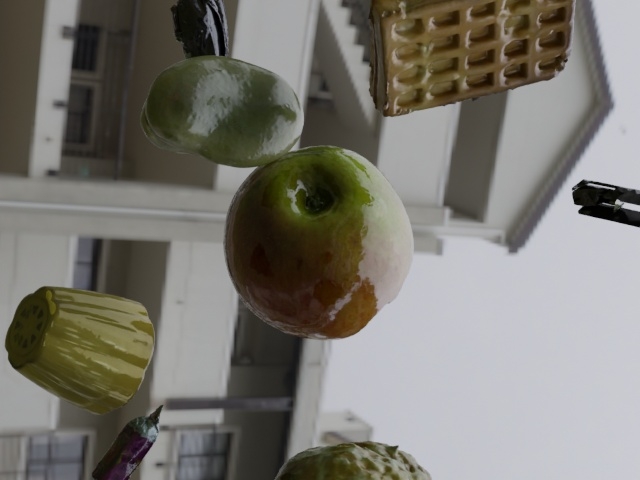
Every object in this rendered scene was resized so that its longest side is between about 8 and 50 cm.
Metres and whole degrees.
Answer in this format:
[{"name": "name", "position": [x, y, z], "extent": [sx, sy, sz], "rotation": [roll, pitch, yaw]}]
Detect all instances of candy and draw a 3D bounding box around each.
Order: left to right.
[{"name": "candy", "position": [-0.262, 0.288, 1.521], "extent": [0.175, 0.043, 0.045], "rotation": [-56, -144, -6]}]

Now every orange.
[{"name": "orange", "position": [0.022, 0.422, 1.666], "extent": [0.270, 0.210, 0.369], "rotation": [-29, -158, 22]}]

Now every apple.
[{"name": "apple", "position": [0.000, 0.000, 2.009], "extent": [0.339, 0.339, 0.340], "rotation": [-9, -100, 61]}]

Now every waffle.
[{"name": "waffle", "position": [0.230, -0.323, 1.767], "extent": [0.224, 0.327, 0.098], "rotation": [83, -12, -45]}]

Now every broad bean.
[{"name": "broad bean", "position": [-0.157, -0.206, 1.830], "extent": [0.121, 0.263, 0.189], "rotation": [140, -49, -59]}]

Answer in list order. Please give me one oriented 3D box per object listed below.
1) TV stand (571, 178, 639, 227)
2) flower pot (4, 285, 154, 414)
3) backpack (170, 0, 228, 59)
[{"name": "TV stand", "position": [0.468, -0.039, 1.596], "extent": [0.249, 0.036, 0.042], "rotation": [16, -55, 39]}, {"name": "flower pot", "position": [-0.392, 0.165, 1.829], "extent": [0.195, 0.179, 0.195], "rotation": [-23, -125, 38]}, {"name": "backpack", "position": [-0.238, -0.410, 2.256], "extent": [0.120, 0.105, 0.165], "rotation": [-76, 161, -77]}]
